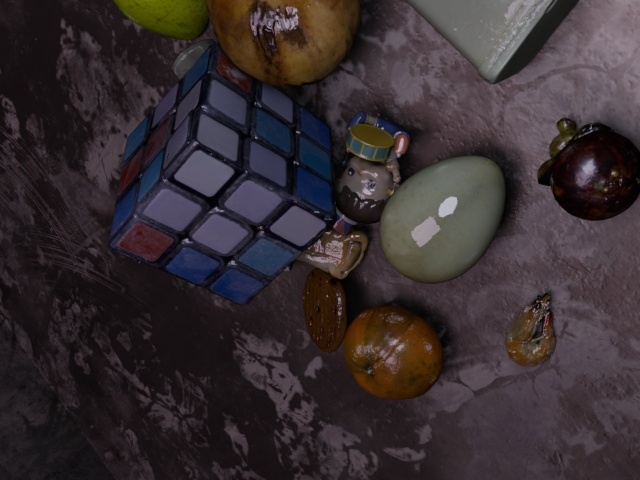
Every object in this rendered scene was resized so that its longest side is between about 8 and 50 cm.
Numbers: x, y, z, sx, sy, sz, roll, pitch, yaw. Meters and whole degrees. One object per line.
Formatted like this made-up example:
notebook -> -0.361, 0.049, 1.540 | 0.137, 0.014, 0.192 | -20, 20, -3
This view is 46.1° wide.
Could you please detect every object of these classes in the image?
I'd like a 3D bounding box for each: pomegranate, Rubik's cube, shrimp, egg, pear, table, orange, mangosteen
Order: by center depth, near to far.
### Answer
mangosteen -> 0.477, -0.119, 1.334 | 0.184, 0.172, 0.172 | 27, 130, 58
egg -> 0.246, -0.047, 1.497 | 0.218, 0.218, 0.295 | 45, 121, 12
pomegranate -> -0.070, -0.465, 1.501 | 0.322, 0.322, 0.322 | 17, 120, 31
shrimp -> 0.448, 0.186, 1.573 | 0.101, 0.042, 0.190 | 15, 121, 8
Rubik's cube -> -0.201, -0.129, 1.606 | 0.362, 0.359, 0.363 | 26, 131, -29
orange -> 0.163, 0.263, 1.738 | 0.240, 0.171, 0.240 | 16, 120, 30
table -> -0.238, -0.352, 1.787 | 0.220, 0.126, 0.126 | 53, 132, 5
pear -> -0.380, -0.580, 1.795 | 0.239, 0.139, 0.288 | 46, 133, 0

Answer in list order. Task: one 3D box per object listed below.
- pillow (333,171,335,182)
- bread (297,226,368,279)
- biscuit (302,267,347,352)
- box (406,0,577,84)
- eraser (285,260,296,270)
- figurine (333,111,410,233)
pillow -> -0.041, -0.116, 1.805 | 0.203, 0.038, 0.113 | 4, 117, 37
bread -> 0.000, 0.000, 1.787 | 0.225, 0.081, 0.134 | 22, 116, 13
biscuit -> 0.012, 0.170, 1.849 | 0.212, 0.036, 0.212 | 21, 114, 61
box -> 0.293, -0.513, 1.272 | 0.344, 0.177, 0.352 | 47, 132, 15
eraser -> -0.202, -0.003, 1.948 | 0.290, 0.087, 0.171 | -2, 119, 38
figurine -> 0.099, -0.131, 1.609 | 0.161, 0.158, 0.275 | 35, 128, 32
